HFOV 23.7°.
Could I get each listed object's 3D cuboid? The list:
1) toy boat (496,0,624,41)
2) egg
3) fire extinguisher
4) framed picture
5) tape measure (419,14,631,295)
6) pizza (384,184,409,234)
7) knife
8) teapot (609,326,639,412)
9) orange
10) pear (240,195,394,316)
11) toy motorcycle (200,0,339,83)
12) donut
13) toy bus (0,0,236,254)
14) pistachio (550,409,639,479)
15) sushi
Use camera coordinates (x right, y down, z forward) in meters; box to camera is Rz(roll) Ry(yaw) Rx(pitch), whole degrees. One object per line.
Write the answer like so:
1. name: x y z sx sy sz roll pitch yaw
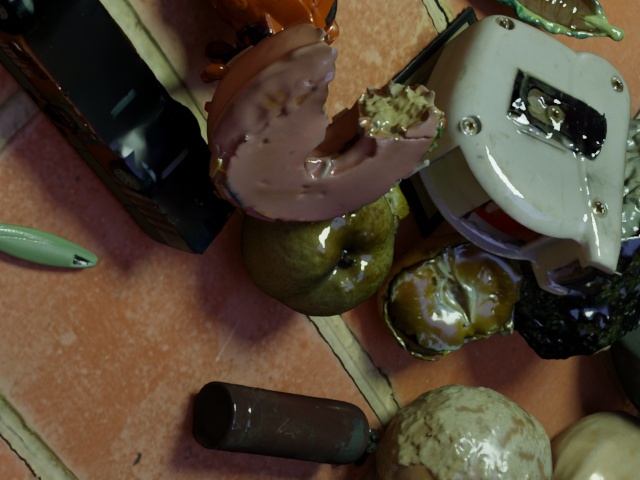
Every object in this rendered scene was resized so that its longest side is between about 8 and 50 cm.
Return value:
1. toy boat: 0.229 -0.312 1.737 0.293 0.099 0.108 36 75 -35
2. egg: 0.167 0.266 1.757 0.245 0.203 0.203 8 95 -55
3. fire extinguisher: -0.026 0.208 1.650 0.267 0.072 0.089 15 125 -45
4. framed picture: 0.145 -0.137 1.759 0.195 0.010 0.199 -45 127 -26
5. tape measure: 0.232 -0.101 1.679 0.265 0.130 0.258 24 62 -24
6. pizza: 0.067 -0.066 1.647 0.035 0.099 0.160 -20 116 -4
7. knife: -0.315 -0.006 1.350 0.293 0.020 0.043 19 89 -44
8. teapot: 0.530 0.180 2.011 0.239 0.321 0.239 -35 138 -23
9. orange: 0.143 0.057 1.731 0.170 0.112 0.160 26 100 -32
10. pear: 0.000 0.000 1.568 0.167 0.136 0.167 -14 113 -35
11. toy motorcycle: -0.079 -0.273 1.431 0.326 0.147 0.221 53 43 -40
12. donut: -0.010 -0.103 1.413 0.199 0.085 0.233 -40 141 22
13. toy bus: -0.209 -0.146 1.362 0.093 0.092 0.409 -54 131 -22
14. pistachio: 0.369 0.308 1.992 0.229 0.157 0.157 -36 125 -50
15. sushi: 0.350 -0.003 1.859 0.350 0.211 0.171 -40 130 -22
